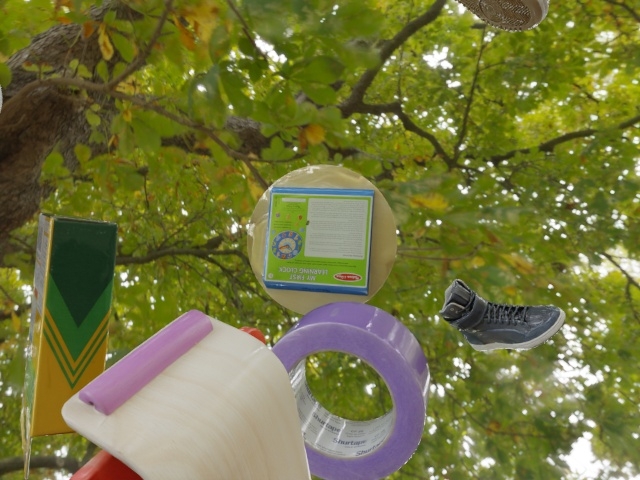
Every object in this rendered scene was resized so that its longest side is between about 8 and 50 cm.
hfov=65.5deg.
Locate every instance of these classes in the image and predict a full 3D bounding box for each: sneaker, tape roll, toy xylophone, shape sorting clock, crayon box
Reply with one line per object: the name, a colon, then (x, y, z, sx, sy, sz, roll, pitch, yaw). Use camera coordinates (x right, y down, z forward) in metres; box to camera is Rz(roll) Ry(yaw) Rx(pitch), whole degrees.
sneaker: (0.344, 0.141, 0.989, 0.163, 0.226, 0.086, 44, -130, -15)
sneaker: (0.259, -0.424, 0.738, 0.153, 0.282, 0.099, -40, -36, -1)
tape roll: (0.029, 0.171, 0.574, 0.189, 0.080, 0.188, 3, -78, 16)
toy xylophone: (-0.082, 0.219, 0.337, 0.236, 0.081, 0.322, -30, -60, -56)
shape sorting clock: (0.000, 0.000, 0.674, 0.206, 0.206, 0.040, -45, -13, 4)
crayon box: (-0.360, 0.126, 0.701, 0.083, 0.203, 0.322, 6, -89, -33)

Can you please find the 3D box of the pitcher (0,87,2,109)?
pitcher: (-0.442, -0.185, 0.548, 0.126, 0.207, 0.177, -22, -61, -17)
